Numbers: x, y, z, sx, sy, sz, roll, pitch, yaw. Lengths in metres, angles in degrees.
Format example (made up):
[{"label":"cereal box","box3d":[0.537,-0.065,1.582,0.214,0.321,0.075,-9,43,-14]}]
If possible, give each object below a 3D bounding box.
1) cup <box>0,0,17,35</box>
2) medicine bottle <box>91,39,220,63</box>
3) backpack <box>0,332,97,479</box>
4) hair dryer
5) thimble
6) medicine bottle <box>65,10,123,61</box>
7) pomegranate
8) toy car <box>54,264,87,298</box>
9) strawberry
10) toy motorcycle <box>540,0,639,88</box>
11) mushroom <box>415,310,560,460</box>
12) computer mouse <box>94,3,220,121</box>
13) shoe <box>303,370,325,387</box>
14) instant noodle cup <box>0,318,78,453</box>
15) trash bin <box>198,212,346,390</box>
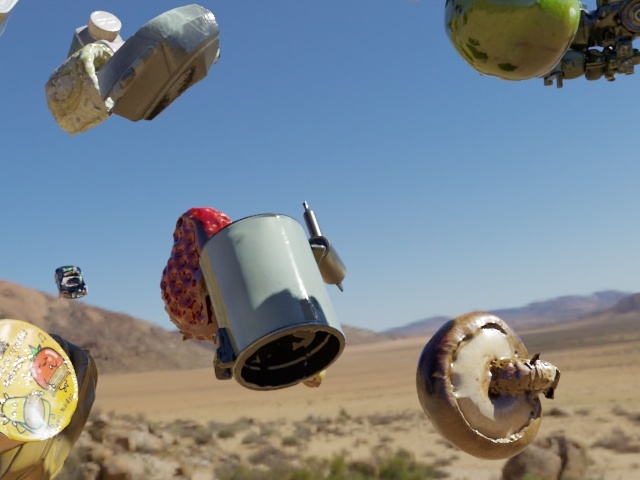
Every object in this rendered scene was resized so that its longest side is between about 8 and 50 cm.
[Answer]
[{"label":"cup","box3d":[-0.700,-0.469,1.794,0.095,0.128,0.129,35,-40,-18]},{"label":"medicine bottle","box3d":[-0.444,-0.504,2.372,0.108,0.108,0.426,-12,7,35]},{"label":"backpack","box3d":[-0.620,0.384,1.797,0.353,0.378,0.201,-23,-51,38]},{"label":"hair dryer","box3d":[0.000,0.000,2.366,0.077,0.248,0.196,-23,-35,8]},{"label":"thimble","box3d":[-0.504,-0.321,1.882,0.143,0.191,0.137,-28,-33,23]},{"label":"medicine bottle","box3d":[-0.638,-0.553,2.478,0.132,0.088,0.188,-8,-35,-39]},{"label":"pomegranate","box3d":[0.343,-0.421,1.482,0.235,0.302,0.236,23,14,-6]},{"label":"toy car","box3d":[-0.617,0.100,2.142,0.069,0.055,0.142,-5,25,-22]},{"label":"strawberry","box3d":[-0.259,0.081,2.194,0.295,0.345,0.317,-6,12,-14]},{"label":"toy motorcycle","box3d":[0.565,-0.426,1.806,0.275,0.205,0.127,-5,4,27]},{"label":"mushroom","box3d":[0.328,0.288,1.736,0.278,0.297,0.163,-5,-17,-4]},{"label":"computer mouse","box3d":[-0.260,-0.286,1.367,0.231,0.126,0.071,-40,-9,-1]},{"label":"shoe","box3d":[-0.027,0.322,2.216,0.072,0.069,0.109,24,26,-14]},{"label":"instant noodle cup","box3d":[-0.543,0.263,1.447,0.172,0.216,0.215,-33,-20,29]},{"label":"trash bin","box3d":[-0.093,0.115,1.634,0.277,0.263,0.217,-6,-37,-23]}]
